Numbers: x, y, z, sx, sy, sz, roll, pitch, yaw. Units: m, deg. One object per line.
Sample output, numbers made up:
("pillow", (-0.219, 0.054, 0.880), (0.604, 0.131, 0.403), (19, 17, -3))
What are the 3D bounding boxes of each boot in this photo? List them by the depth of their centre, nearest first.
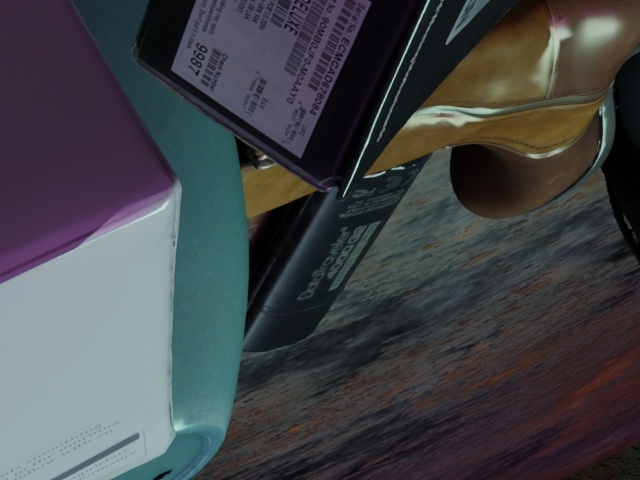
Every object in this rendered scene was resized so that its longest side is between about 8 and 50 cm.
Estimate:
("boot", (0.054, -0.050, 0.955), (0.280, 0.096, 0.264), (-26, 169, -31))

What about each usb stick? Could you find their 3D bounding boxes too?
("usb stick", (0.000, 0.000, 1.189), (0.077, 0.045, 0.278), (-15, 158, -25))

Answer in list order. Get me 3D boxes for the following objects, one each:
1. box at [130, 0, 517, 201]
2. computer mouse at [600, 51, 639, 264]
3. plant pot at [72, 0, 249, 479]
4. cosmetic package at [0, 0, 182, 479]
("box", (0.077, -0.190, 0.478), (0.242, 0.076, 0.307), (-48, 168, -44))
("computer mouse", (0.198, -0.105, 1.058), (0.072, 0.188, 0.272), (-9, 148, -16))
("plant pot", (-0.145, 0.032, 0.771), (0.290, 0.195, 0.290), (-28, 164, -9))
("cosmetic package", (-0.149, -0.035, 0.518), (0.138, 0.224, 0.224), (-26, 163, -15))
